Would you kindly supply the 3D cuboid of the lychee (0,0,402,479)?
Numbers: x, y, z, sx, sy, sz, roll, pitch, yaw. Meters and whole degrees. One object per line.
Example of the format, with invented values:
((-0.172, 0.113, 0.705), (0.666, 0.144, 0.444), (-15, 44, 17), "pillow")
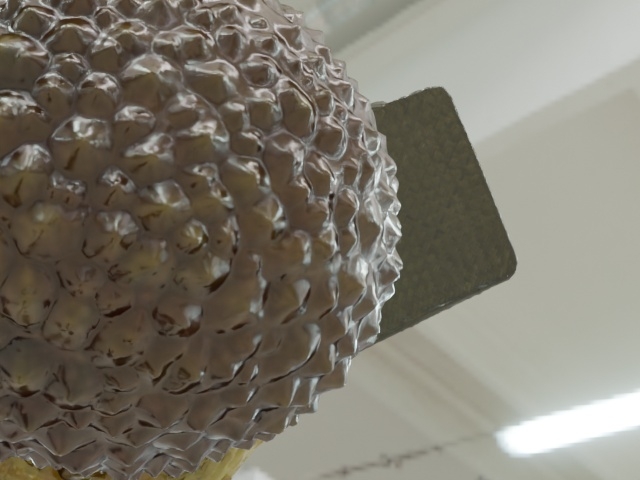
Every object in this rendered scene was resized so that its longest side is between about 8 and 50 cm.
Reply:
((-0.097, -0.008, 0.700), (0.268, 0.267, 0.267), (3, -40, 2), "lychee")

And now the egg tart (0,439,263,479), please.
((-0.140, 0.035, 0.917), (0.290, 0.115, 0.290), (2, -78, 12), "egg tart")

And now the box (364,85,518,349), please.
((0.000, 0.000, 1.276), (0.273, 0.143, 0.184), (-26, -83, -12), "box")
